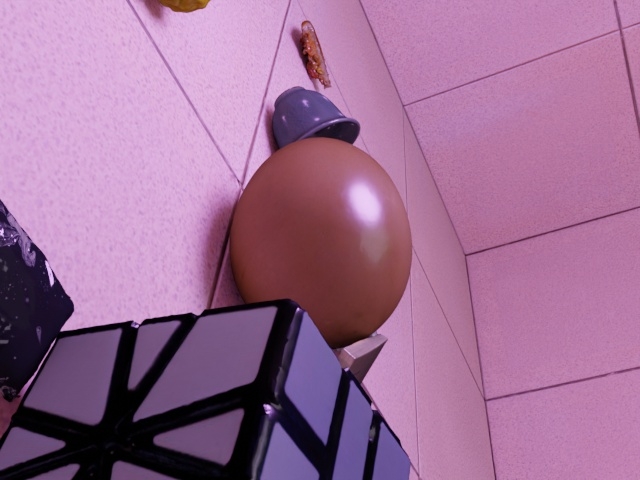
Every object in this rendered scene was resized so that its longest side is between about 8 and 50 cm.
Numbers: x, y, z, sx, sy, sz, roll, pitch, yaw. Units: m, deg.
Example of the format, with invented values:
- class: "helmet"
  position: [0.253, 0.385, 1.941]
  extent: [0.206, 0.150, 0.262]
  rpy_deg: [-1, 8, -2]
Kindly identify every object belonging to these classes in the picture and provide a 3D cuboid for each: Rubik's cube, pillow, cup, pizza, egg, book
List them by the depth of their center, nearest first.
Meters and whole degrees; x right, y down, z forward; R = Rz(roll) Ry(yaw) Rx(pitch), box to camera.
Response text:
- class: "Rubik's cube"
  position: [-0.106, 0.253, 0.636]
  extent: [0.283, 0.289, 0.293]
  rpy_deg: [58, 34, -39]
- class: "pillow"
  position: [-0.309, 0.028, 0.664]
  extent: [0.208, 0.055, 0.141]
  rpy_deg: [63, 31, -30]
- class: "book"
  position: [0.007, 0.276, 1.116]
  extent: [0.025, 0.282, 0.215]
  rpy_deg: [31, 8, 16]
- class: "egg"
  position: [0.000, 0.000, 1.203]
  extent: [0.301, 0.301, 0.373]
  rpy_deg: [56, 23, -43]
- class: "cup"
  position: [-0.032, -0.256, 1.586]
  extent: [0.150, 0.199, 0.199]
  rpy_deg: [60, 14, 17]
- class: "pizza"
  position: [-0.020, -0.513, 2.008]
  extent: [0.201, 0.053, 0.193]
  rpy_deg: [26, 47, -81]

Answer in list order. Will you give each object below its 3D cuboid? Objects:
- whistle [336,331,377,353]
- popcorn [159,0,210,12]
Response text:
- class: "whistle"
  position: [0.064, 0.187, 1.548]
  extent: [0.253, 0.106, 0.101]
  rpy_deg: [64, 29, -44]
- class: "popcorn"
  position: [-0.223, -0.484, 1.194]
  extent: [0.197, 0.198, 0.155]
  rpy_deg: [60, 7, -36]
